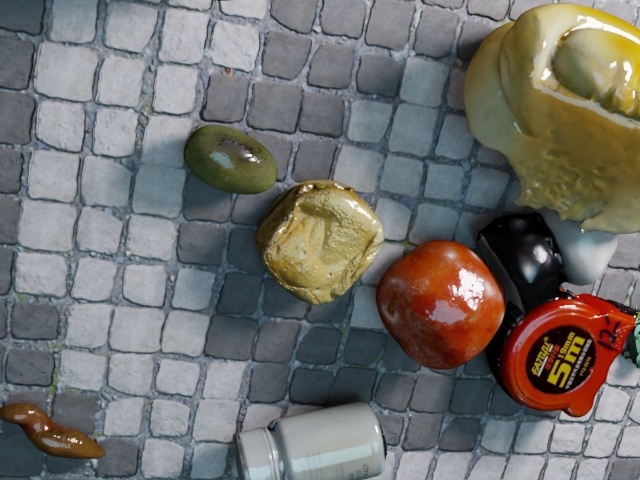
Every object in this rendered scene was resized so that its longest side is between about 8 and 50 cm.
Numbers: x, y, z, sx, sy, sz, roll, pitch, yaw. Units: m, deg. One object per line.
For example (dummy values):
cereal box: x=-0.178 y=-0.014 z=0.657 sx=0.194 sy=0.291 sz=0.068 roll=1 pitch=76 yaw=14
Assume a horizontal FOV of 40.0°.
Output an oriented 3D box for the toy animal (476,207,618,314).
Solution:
toy animal: x=0.412 y=0.008 z=1.564 sx=0.235 sy=0.187 sz=0.165 roll=-24 pitch=122 yaw=-5

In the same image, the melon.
melon: x=-0.142 y=-0.127 z=1.411 sx=0.162 sy=0.099 sz=0.099 roll=22 pitch=101 yaw=-24

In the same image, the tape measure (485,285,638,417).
tape measure: x=0.447 y=0.201 z=1.683 sx=0.260 sy=0.114 sz=0.253 roll=18 pitch=102 yaw=-17

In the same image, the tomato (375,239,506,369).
tomato: x=0.220 y=0.114 z=1.547 sx=0.232 sy=0.188 sz=0.232 roll=-6 pitch=111 yaw=-16

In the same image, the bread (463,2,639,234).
bread: x=0.441 y=-0.198 z=1.425 sx=0.424 sy=0.245 sz=0.329 roll=32 pitch=77 yaw=-8

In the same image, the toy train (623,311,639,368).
toy train: x=0.652 y=0.197 z=1.776 sx=0.081 sy=0.050 sz=0.122 roll=-22 pitch=111 yaw=-16

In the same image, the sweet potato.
sweet potato: x=-0.459 y=0.333 z=1.498 sx=0.202 sy=0.058 sz=0.055 roll=36 pitch=116 yaw=-24

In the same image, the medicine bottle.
medicine bottle: x=-0.022 y=0.383 z=1.592 sx=0.258 sy=0.143 sz=0.143 roll=-9 pitch=110 yaw=-14

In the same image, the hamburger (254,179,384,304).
hamburger: x=0.001 y=0.001 z=1.489 sx=0.213 sy=0.108 sz=0.214 roll=-5 pitch=108 yaw=-15
